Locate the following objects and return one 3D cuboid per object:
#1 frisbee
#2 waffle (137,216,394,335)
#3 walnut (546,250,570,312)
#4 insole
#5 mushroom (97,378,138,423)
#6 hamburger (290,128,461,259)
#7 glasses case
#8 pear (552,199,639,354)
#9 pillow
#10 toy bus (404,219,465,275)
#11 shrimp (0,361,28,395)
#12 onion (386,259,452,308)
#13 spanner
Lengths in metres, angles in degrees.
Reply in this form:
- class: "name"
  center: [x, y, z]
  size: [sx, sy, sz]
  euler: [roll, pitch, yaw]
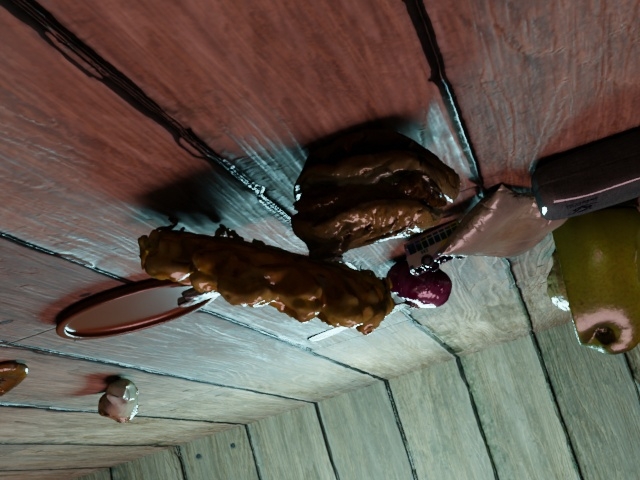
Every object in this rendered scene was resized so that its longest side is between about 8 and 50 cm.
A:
- class: "frisbee"
  center: [-0.272, 0.101, 1.705]
  size: [0.250, 0.021, 0.251]
  euler: [-15, 166, -4]
- class: "waffle"
  center: [-0.062, 0.037, 1.310]
  size: [0.302, 0.068, 0.325]
  euler: [15, -177, 12]
- class: "walnut"
  center: [0.525, 0.074, 2.292]
  size: [0.166, 0.149, 0.166]
  euler: [-49, 178, -2]
- class: "insole"
  center: [0.085, 0.176, 2.448]
  size: [0.253, 0.005, 0.086]
  euler: [-22, 165, 23]
- class: "mushroom"
  center: [-0.410, 0.320, 2.318]
  size: [0.084, 0.071, 0.209]
  euler: [18, 157, -4]
- class: "hamburger"
  center: [0.059, -0.059, 1.288]
  size: [0.183, 0.130, 0.206]
  euler: [-11, -177, 16]
- class: "glasses case"
  center: [0.458, -0.111, 1.606]
  size: [0.323, 0.074, 0.131]
  euler: [-18, 165, 7]
- class: "pear"
  center: [0.521, 0.072, 2.062]
  size: [0.159, 0.292, 0.292]
  euler: [-10, 168, 14]
- class: "pillow"
  center: [0.289, -0.026, 1.753]
  size: [0.229, 0.050, 0.148]
  euler: [5, 129, -48]
- class: "toy bus"
  center: [0.184, 0.012, 1.804]
  size: [0.102, 0.058, 0.052]
  euler: [-25, 160, 13]
- class: "shrimp"
  center: [-0.562, 0.241, 1.891]
  size: [0.124, 0.034, 0.178]
  euler: [0, 158, -41]
- class: "onion"
  center: [0.172, 0.067, 1.954]
  size: [0.115, 0.104, 0.115]
  euler: [23, -174, -2]
- class: "spanner"
  center: [-0.088, 0.059, 1.719]
  size: [0.302, 0.017, 0.071]
  euler: [-13, 167, -38]
